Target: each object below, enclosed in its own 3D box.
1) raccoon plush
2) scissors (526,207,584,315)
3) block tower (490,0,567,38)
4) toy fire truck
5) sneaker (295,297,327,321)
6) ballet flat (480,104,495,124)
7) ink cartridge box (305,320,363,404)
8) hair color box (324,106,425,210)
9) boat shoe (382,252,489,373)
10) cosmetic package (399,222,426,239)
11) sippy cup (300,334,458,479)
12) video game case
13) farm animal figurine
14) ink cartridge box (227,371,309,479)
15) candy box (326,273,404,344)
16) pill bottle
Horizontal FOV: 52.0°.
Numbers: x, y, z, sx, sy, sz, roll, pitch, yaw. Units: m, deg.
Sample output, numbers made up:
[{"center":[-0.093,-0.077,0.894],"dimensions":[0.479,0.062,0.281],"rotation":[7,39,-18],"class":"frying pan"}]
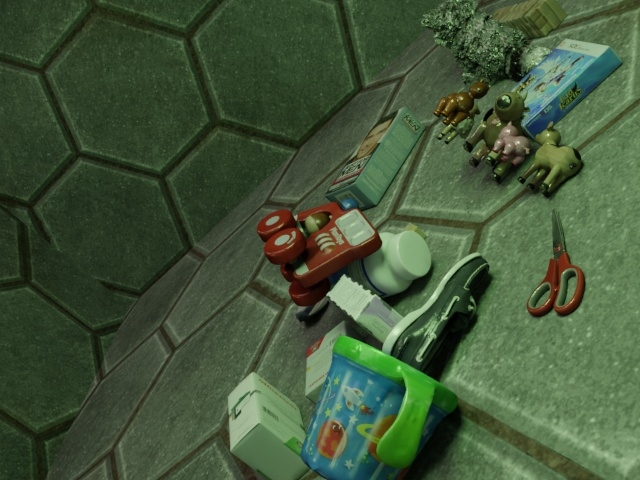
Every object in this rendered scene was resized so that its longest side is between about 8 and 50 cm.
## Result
[{"center":[0.514,-0.653,2.008],"dimensions":[0.216,0.299,0.446],"rotation":[-50,19,-11],"class":"raccoon plush"},{"center":[0.451,0.026,1.212],"dimensions":[0.109,0.021,0.297],"rotation":[-29,25,48],"class":"scissors"},{"center":[0.656,-0.720,2.159],"dimensions":[0.091,0.097,0.335],"rotation":[-47,17,-4],"class":"block tower"},{"center":[0.000,0.000,1.588],"dimensions":[0.254,0.169,0.302],"rotation":[-28,27,0],"class":"toy fire truck"},{"center":[-0.037,0.118,1.914],"dimensions":[0.110,0.122,0.283],"rotation":[-34,23,35],"class":"sneaker"},{"center":[0.452,-0.314,1.710],"dimensions":[0.058,0.084,0.250],"rotation":[-9,0,-2],"class":"ballet flat"},{"center":[0.034,0.286,1.496],"dimensions":[0.127,0.072,0.175],"rotation":[-40,20,19],"class":"ink cartridge box"},{"center":[0.187,-0.270,2.231],"dimensions":[0.185,0.113,0.374],"rotation":[-17,34,57],"class":"hair color box"},{"center":[0.251,0.147,1.289],"dimensions":[0.091,0.114,0.302],"rotation":[33,68,31],"class":"boat shoe"},{"center":[0.216,0.012,1.708],"dimensions":[0.115,0.041,0.060],"rotation":[-47,18,-1],"class":"cosmetic package"},{"center":[0.084,0.315,1.132],"dimensions":[0.240,0.305,0.224],"rotation":[24,79,27],"class":"sippy cup"},{"center":[0.593,-0.394,1.684],"dimensions":[0.269,0.061,0.244],"rotation":[-43,18,11],"class":"video game case"},{"center":[0.434,-0.246,1.500],"dimensions":[0.172,0.330,0.327],"rotation":[-49,-10,1],"class":"farm animal figurine"},{"center":[-0.115,0.410,1.433],"dimensions":[0.092,0.160,0.219],"rotation":[-45,18,5],"class":"ink cartridge box"},{"center":[0.118,0.166,1.412],"dimensions":[0.070,0.165,0.196],"rotation":[-50,19,-4],"class":"candy box"},{"center":[0.133,0.068,1.599],"dimensions":[0.272,0.152,0.152],"rotation":[-26,28,46],"class":"pill bottle"}]
